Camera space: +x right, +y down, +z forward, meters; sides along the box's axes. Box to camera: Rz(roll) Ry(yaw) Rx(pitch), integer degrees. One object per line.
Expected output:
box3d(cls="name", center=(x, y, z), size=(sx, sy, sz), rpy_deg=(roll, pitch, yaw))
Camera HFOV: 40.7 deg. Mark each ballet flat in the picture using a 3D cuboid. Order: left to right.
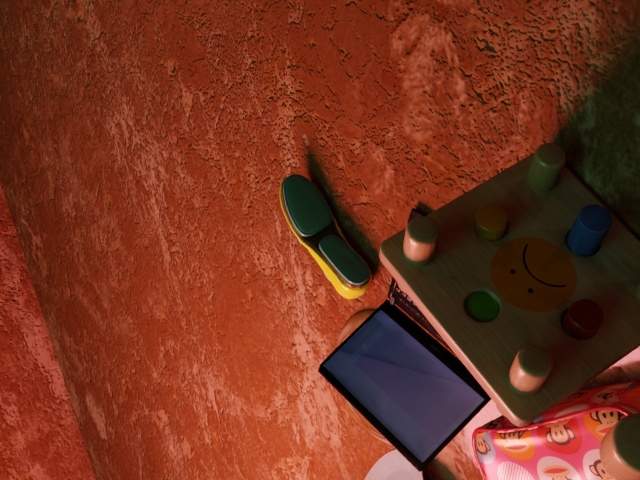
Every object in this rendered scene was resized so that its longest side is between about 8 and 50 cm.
box3d(cls="ballet flat", center=(0.000, 0.000, 1.390), size=(0.231, 0.077, 0.077), rpy_deg=(55, 157, 18))

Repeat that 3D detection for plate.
box3d(cls="plate", center=(0.113, 0.428, 1.382), size=(0.188, 0.024, 0.188), rpy_deg=(-47, 28, 34))

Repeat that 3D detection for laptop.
box3d(cls="laptop", center=(0.137, 0.134, 1.210), size=(0.234, 0.137, 0.264), rpy_deg=(40, 133, 35))

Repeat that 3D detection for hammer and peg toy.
box3d(cls="hammer and peg toy", center=(0.271, 0.077, 0.936), size=(0.361, 0.266, 0.127), rpy_deg=(51, 161, 25))

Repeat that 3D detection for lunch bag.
box3d(cls="lunch bag", center=(0.338, 0.314, 1.040), size=(0.293, 0.120, 0.258), rpy_deg=(-26, 84, 53))

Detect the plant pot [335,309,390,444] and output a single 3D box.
box3d(cls="plant pot", center=(0.097, 0.228, 1.389), size=(0.236, 0.032, 0.236), rpy_deg=(25, 124, 44))
